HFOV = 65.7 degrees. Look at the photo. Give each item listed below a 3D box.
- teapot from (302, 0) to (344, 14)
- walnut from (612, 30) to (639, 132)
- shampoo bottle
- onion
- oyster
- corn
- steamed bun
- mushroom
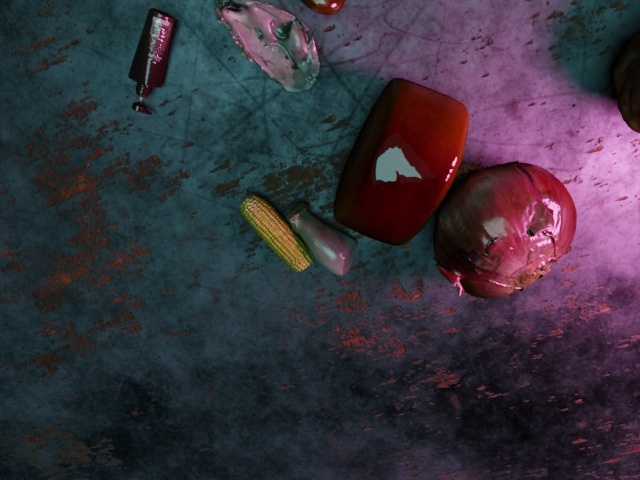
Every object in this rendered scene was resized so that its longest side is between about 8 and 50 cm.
[{"bbox_3d":[-0.007,-0.550,1.100,0.129,0.078,0.098,36,69,-2],"label":"teapot"},{"bbox_3d":[0.774,-0.350,1.043,0.282,0.277,0.253,-28,104,25],"label":"walnut"},{"bbox_3d":[-0.402,-0.419,1.174,0.068,0.067,0.236,26,112,2],"label":"shampoo bottle"},{"bbox_3d":[0.422,-0.018,1.175,0.353,0.354,0.354,1,113,2],"label":"onion"},{"bbox_3d":[-0.123,-0.450,1.135,0.252,0.087,0.200,4,104,-7],"label":"oyster"},{"bbox_3d":[-0.118,-0.021,1.319,0.081,0.081,0.248,-37,107,16],"label":"corn"},{"bbox_3d":[0.183,-0.167,1.154,0.235,0.248,0.379,22,111,-7],"label":"steamed bun"},{"bbox_3d":[0.000,0.000,1.317,0.225,0.116,0.093,34,146,-7],"label":"mushroom"}]
